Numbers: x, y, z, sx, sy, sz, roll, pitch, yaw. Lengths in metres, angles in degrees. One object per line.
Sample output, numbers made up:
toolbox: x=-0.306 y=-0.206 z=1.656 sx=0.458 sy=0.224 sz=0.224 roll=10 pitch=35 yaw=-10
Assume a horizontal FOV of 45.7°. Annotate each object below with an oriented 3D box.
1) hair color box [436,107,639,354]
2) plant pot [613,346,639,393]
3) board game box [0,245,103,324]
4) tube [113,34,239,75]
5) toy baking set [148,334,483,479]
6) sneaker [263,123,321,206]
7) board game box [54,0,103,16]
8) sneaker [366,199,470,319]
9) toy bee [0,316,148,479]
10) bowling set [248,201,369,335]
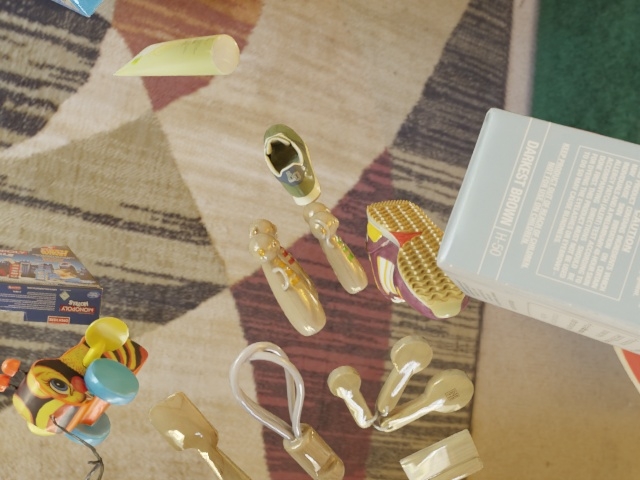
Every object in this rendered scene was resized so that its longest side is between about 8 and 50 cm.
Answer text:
hair color box: x=0.280 y=0.037 z=0.501 sx=0.114 sy=0.374 sz=0.185 roll=-70 pitch=162 yaw=-3
plant pot: x=0.483 y=0.106 z=0.848 sx=0.243 sy=0.275 sz=0.275 roll=-30 pitch=103 yaw=0
board game box: x=-0.426 y=0.057 z=1.115 sx=0.194 sy=0.194 sz=0.060 roll=6 pitch=104 yaw=-20
tube: x=-0.237 y=-0.298 z=1.237 sx=0.070 sy=0.240 sz=0.062 roll=0 pitch=96 yaw=-50
toy baking set: x=0.004 y=0.154 z=0.578 sx=0.256 sy=0.030 sz=0.197 roll=-4 pitch=119 yaw=-10
sneaker: x=-0.057 y=-0.143 z=1.210 sx=0.064 sy=0.192 sz=0.086 roll=-31 pitch=137 yaw=6
board game box: x=-0.322 y=-0.477 z=1.031 sx=0.302 sy=0.308 sz=0.086 roll=-53 pitch=144 yaw=-9
sneaker: x=0.092 y=0.033 z=0.725 sx=0.069 sy=0.185 sz=0.084 roll=-8 pitch=121 yaw=-8
toy bee: x=-0.315 y=0.179 z=0.961 sx=0.162 sy=0.298 sz=0.195 roll=34 pitch=84 yaw=-12
bowling set: x=0.000 y=0.000 z=1.108 sx=0.200 sy=0.287 sz=0.154 roll=-33 pitch=103 yaw=-4
